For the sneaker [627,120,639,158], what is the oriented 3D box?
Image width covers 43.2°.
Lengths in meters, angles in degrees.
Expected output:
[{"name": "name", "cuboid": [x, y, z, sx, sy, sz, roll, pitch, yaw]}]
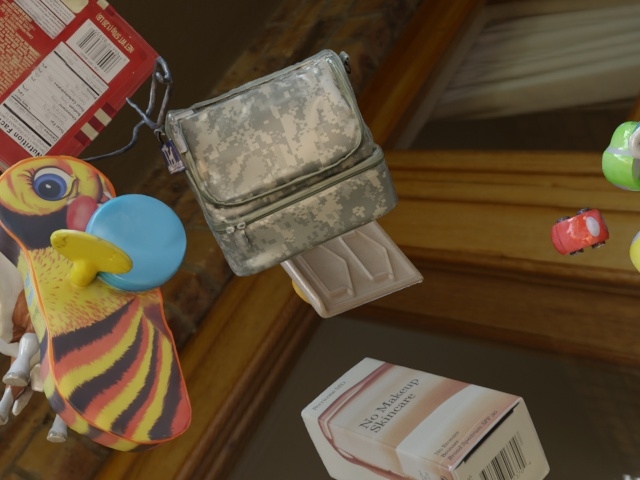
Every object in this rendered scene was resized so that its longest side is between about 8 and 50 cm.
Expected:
[{"name": "sneaker", "cuboid": [0.274, -0.069, 0.514, 0.075, 0.161, 0.057, -31, -69, -29]}]

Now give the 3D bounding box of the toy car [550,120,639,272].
[{"name": "toy car", "cuboid": [0.426, -0.057, 1.155, 0.053, 0.239, 0.224, -14, -67, -35]}]

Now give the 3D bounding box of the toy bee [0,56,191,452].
[{"name": "toy bee", "cuboid": [-0.190, 0.010, 0.597, 0.162, 0.298, 0.195, 1, -42, -24]}]

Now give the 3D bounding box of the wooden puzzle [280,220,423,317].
[{"name": "wooden puzzle", "cuboid": [0.000, 0.000, 1.545, 0.348, 0.322, 0.080, -12, -32, -52]}]

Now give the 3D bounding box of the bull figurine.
[{"name": "bull figurine", "cuboid": [-0.313, 0.084, 0.853, 0.310, 0.101, 0.188, 89, -176, -59]}]

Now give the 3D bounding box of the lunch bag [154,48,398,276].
[{"name": "lunch bag", "cuboid": [-0.066, -0.126, 1.231, 0.305, 0.212, 0.256, -23, -66, -3]}]

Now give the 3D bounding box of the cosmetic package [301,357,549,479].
[{"name": "cosmetic package", "cuboid": [0.132, 0.269, 1.088, 0.153, 0.296, 0.129, -37, -67, -31]}]

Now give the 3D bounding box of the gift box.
[{"name": "gift box", "cuboid": [-0.358, -0.225, 1.004, 0.276, 0.258, 0.255, -47, -63, -14]}]
